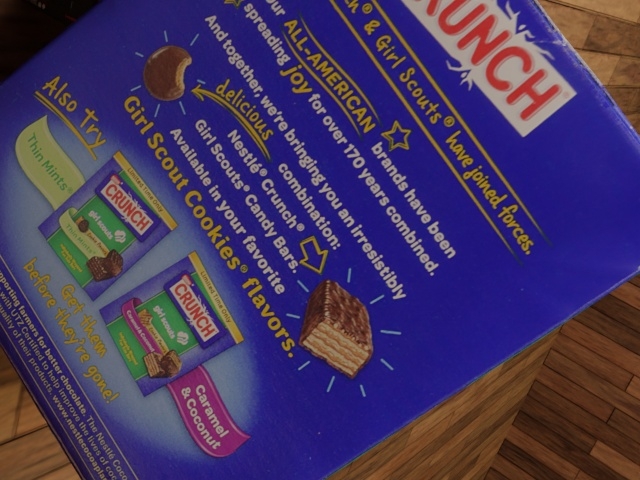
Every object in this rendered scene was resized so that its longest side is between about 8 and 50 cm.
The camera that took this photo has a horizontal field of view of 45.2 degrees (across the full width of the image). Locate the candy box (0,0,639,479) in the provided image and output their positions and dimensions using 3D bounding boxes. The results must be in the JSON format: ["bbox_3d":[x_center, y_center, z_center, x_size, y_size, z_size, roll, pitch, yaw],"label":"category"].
[{"bbox_3d":[-0.018,-0.020,0.423,0.317,0.268,0.122,-35,172,10],"label":"candy box"}]

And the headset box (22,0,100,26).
[{"bbox_3d":[-0.131,-0.164,0.434,0.032,0.062,0.083,-16,132,-54],"label":"headset box"}]
